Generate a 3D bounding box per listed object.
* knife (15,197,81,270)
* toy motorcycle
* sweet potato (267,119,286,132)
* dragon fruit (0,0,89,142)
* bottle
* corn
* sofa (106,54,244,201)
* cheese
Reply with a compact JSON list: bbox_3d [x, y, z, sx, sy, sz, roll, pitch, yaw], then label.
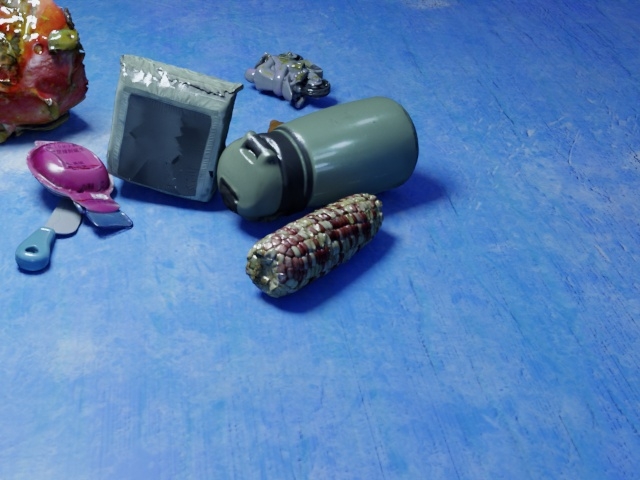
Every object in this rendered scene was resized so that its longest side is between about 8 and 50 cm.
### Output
[{"bbox_3d":[-0.418,-0.019,1.622,0.058,0.032,0.244,9,27,3],"label":"knife"},{"bbox_3d":[-0.079,-0.343,2.141,0.152,0.073,0.225,-9,33,-19],"label":"toy motorcycle"},{"bbox_3d":[-0.052,-0.173,1.890,0.056,0.056,0.195,-13,39,-26],"label":"sweet potato"},{"bbox_3d":[-0.601,-0.300,1.857,0.296,0.314,0.263,43,60,13],"label":"dragon fruit"},{"bbox_3d":[-0.009,-0.133,1.714,0.347,0.168,0.168,-18,38,-33],"label":"bottle"},{"bbox_3d":[0.000,0.000,1.577,0.098,0.098,0.290,24,33,28],"label":"corn"},{"bbox_3d":[-0.240,-0.202,1.726,0.210,0.225,0.176,14,31,1],"label":"sofa"},{"bbox_3d":[-0.398,-0.093,1.697,0.155,0.062,0.244,-6,42,-47],"label":"cheese"}]
